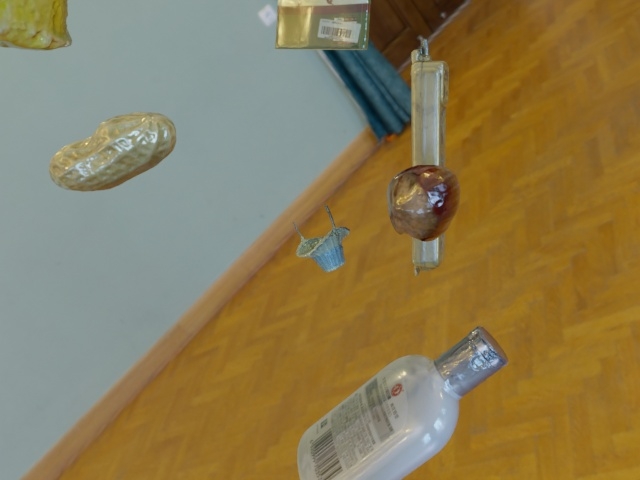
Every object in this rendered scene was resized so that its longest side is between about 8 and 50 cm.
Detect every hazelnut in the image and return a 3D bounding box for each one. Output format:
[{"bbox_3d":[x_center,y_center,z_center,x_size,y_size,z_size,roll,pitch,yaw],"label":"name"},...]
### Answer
[{"bbox_3d":[0.108,-0.040,0.709,0.086,0.086,0.086,-32,28,19],"label":"hazelnut"}]

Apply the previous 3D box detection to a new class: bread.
[{"bbox_3d":[-0.358,-0.304,0.748,0.197,0.197,0.170,-115,44,-63],"label":"bread"}]

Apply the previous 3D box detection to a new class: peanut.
[{"bbox_3d":[-0.297,-0.124,0.978,0.194,0.083,0.093,-23,-13,1],"label":"peanut"}]

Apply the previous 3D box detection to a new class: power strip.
[{"bbox_3d":[0.141,-0.103,0.884,0.044,0.305,0.064,1,9,18],"label":"power strip"}]

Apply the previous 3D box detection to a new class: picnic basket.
[{"bbox_3d":[0.000,0.000,0.902,0.065,0.083,0.083,-21,7,44],"label":"picnic basket"}]

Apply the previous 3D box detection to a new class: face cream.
[{"bbox_3d":[0.094,0.209,0.823,0.291,0.071,0.144,-43,30,14],"label":"face cream"}]

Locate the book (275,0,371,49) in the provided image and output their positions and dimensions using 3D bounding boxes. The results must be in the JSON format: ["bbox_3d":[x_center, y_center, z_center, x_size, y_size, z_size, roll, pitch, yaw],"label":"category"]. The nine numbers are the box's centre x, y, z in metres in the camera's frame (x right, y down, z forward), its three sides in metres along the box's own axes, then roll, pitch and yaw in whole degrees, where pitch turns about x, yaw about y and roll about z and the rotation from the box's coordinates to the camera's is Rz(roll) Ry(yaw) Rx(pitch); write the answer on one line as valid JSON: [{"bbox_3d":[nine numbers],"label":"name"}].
[{"bbox_3d":[0.008,-0.519,1.345,0.202,0.289,0.026,8,7,24],"label":"book"}]
